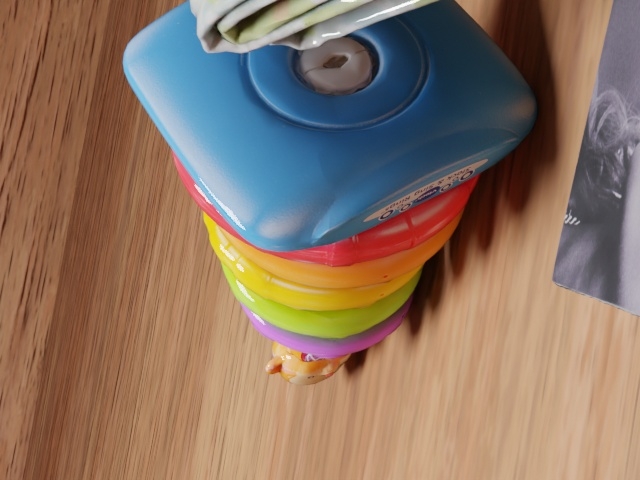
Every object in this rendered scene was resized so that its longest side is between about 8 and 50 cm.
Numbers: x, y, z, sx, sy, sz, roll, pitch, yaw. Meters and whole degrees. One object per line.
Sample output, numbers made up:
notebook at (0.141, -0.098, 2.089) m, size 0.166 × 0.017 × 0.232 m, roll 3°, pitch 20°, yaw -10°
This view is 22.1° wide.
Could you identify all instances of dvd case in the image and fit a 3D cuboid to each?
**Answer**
dvd case at (0.151, -0.047, 0.620) m, size 0.221 × 0.018 × 0.165 m, roll -154°, pitch 76°, yaw -74°

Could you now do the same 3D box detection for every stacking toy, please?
stacking toy at (0.000, 0.000, 0.918) m, size 0.166 × 0.175 × 0.302 m, roll 53°, pitch 156°, yaw 28°

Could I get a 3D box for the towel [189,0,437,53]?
towel at (0.059, -0.284, 0.695) m, size 0.320 × 0.090 × 0.375 m, roll -13°, pitch 72°, yaw 44°
